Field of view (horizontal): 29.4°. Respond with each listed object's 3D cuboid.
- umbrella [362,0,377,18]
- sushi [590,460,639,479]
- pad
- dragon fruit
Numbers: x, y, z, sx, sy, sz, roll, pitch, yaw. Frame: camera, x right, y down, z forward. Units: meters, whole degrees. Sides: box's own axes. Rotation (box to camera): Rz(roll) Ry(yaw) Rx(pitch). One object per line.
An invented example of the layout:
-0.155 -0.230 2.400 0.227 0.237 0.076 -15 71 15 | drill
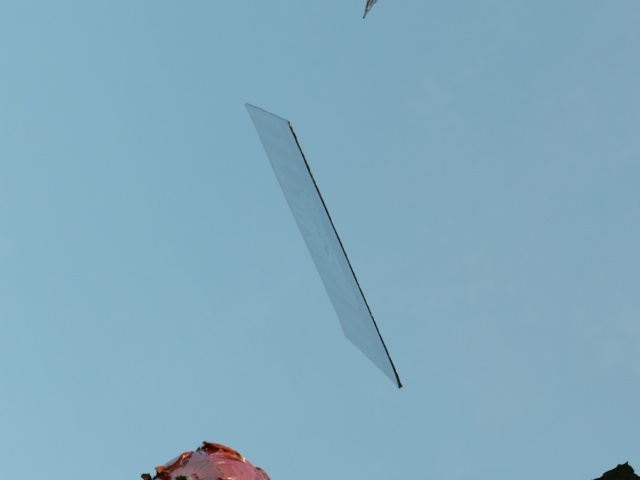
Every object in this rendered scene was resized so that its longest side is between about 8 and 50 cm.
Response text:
0.062 -0.279 1.321 0.022 0.122 0.013 38 -42 -11 | umbrella
0.209 0.312 0.926 0.219 0.047 0.231 -36 -79 25 | sushi
-0.001 0.000 1.280 0.005 0.202 0.300 -26 -73 -9 | pad
-0.158 0.429 1.818 0.241 0.252 0.241 -5 -113 12 | dragon fruit
